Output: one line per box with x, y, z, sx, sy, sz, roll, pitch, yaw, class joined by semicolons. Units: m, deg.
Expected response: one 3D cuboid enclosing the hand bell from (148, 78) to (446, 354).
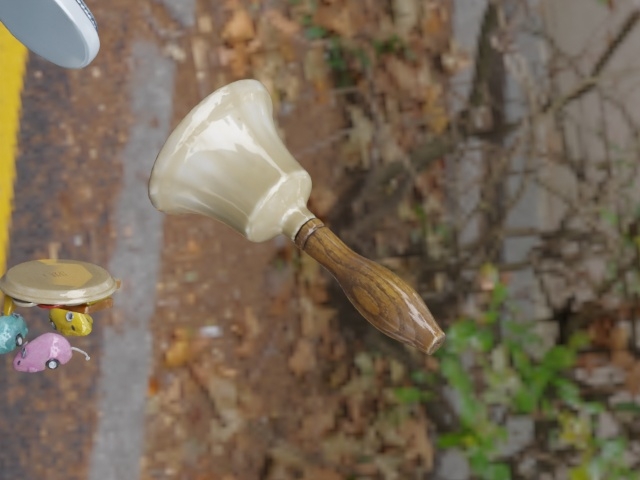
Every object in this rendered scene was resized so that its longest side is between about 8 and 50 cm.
0.000;0.000;1.217;0.126;0.242;0.126;-41;157;-22;hand bell

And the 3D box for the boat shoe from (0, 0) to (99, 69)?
-0.212;-0.210;1.183;0.183;0.065;0.083;45;49;-4;boat shoe

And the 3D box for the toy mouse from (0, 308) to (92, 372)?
-0.305;0.101;1.724;0.143;0.161;0.031;-24;122;-22;toy mouse

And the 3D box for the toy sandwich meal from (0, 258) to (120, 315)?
-0.172;0.035;1.083;0.085;0.085;0.029;-29;127;-61;toy sandwich meal
